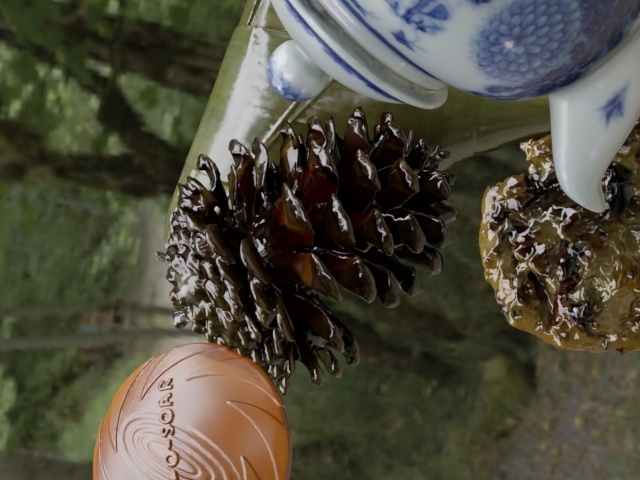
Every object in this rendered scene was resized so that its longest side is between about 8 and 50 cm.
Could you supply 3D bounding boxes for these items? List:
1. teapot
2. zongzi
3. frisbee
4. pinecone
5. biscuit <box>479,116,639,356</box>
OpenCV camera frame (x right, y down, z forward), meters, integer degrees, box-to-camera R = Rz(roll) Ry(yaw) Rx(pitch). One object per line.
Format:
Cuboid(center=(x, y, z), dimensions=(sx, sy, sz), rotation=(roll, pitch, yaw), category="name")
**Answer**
Cuboid(center=(0.067, -0.184, 0.807), dimensions=(0.280, 0.424, 0.252), rotation=(-42, 16, 23), category="teapot")
Cuboid(center=(0.017, -0.037, 1.385), dimensions=(0.181, 0.418, 0.447), rotation=(-4, -61, -66), category="zongzi")
Cuboid(center=(-0.113, 0.176, 1.093), dimensions=(0.035, 0.192, 0.192), rotation=(32, -117, -58), category="frisbee")
Cuboid(center=(0.000, 0.001, 1.224), dimensions=(0.246, 0.292, 0.246), rotation=(57, 169, 17), category="pinecone")
Cuboid(center=(0.344, -0.011, 1.534), dimensions=(0.081, 0.334, 0.289), rotation=(5, -105, -72), category="biscuit")
